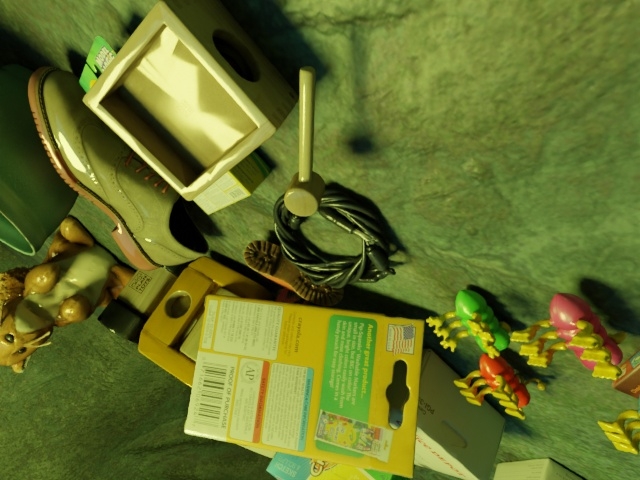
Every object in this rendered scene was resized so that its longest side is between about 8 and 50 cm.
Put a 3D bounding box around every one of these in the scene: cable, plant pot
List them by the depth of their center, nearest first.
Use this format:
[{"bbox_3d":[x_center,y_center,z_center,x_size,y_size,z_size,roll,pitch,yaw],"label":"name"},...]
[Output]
[{"bbox_3d":[0.000,0.000,0.558,0.185,0.047,0.150,-2,135,46],"label":"cable"},{"bbox_3d":[-0.490,-0.146,0.680,0.293,0.196,0.293,25,148,17],"label":"plant pot"}]

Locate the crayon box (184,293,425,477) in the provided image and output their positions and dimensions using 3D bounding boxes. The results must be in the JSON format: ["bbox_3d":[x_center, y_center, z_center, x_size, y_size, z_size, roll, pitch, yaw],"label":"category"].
[{"bbox_3d":[-0.020,0.198,0.641,0.323,0.202,0.083,4,170,15],"label":"crayon box"}]

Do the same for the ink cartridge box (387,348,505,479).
[{"bbox_3d":[0.140,0.297,0.777,0.207,0.117,0.283,44,149,-15],"label":"ink cartridge box"}]

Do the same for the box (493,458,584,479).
[{"bbox_3d":[0.424,0.498,0.786,0.181,0.119,0.181,31,150,7],"label":"box"}]

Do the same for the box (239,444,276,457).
[{"bbox_3d":[-0.069,0.274,0.824,0.094,0.113,0.275,25,117,-4],"label":"box"}]

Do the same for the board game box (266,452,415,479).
[{"bbox_3d":[0.055,0.473,0.990,0.317,0.242,0.064,-3,132,46],"label":"board game box"}]

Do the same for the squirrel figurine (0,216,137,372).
[{"bbox_3d":[-0.752,0.170,1.216,0.397,0.370,0.281,-6,131,49],"label":"squirrel figurine"}]

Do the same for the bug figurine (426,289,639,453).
[{"bbox_3d":[0.250,0.139,0.474,0.216,0.072,0.279,52,156,-15],"label":"bug figurine"}]

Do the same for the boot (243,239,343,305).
[{"bbox_3d":[-0.038,0.052,0.674,0.158,0.059,0.084,28,167,3],"label":"boot"}]

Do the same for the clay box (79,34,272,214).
[{"bbox_3d":[-0.176,-0.135,0.529,0.222,0.053,0.128,48,147,-21],"label":"clay box"}]

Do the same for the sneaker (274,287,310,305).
[{"bbox_3d":[-0.038,0.101,0.753,0.057,0.047,0.119,24,156,-16],"label":"sneaker"}]

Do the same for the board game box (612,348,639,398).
[{"bbox_3d":[0.369,0.091,0.345,0.145,0.027,0.281,22,148,22],"label":"board game box"}]

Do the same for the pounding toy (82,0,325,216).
[{"bbox_3d":[-0.067,-0.118,0.408,0.181,0.094,0.206,-30,114,31],"label":"pounding toy"}]

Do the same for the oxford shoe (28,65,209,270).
[{"bbox_3d":[-0.276,-0.098,0.658,0.130,0.122,0.348,-7,135,13],"label":"oxford shoe"}]

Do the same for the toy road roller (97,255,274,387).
[{"bbox_3d":[-0.237,0.159,0.883,0.330,0.202,0.240,23,161,26],"label":"toy road roller"}]
